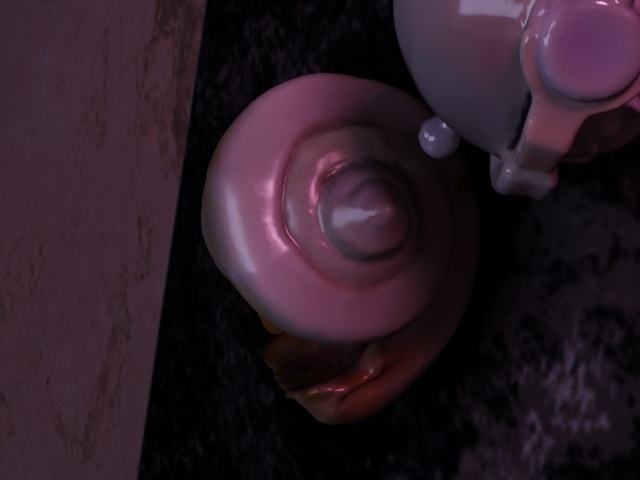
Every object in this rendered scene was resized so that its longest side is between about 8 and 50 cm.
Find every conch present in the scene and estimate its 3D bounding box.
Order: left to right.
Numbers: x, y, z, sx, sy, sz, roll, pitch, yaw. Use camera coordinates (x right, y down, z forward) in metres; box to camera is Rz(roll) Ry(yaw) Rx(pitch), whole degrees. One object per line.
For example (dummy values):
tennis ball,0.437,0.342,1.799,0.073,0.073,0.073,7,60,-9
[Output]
conch,0.011,-0.005,0.869,0.158,0.127,0.255,62,175,-7

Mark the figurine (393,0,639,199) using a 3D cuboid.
figurine,0.107,-0.115,0.675,0.162,0.141,0.237,-80,8,-55
